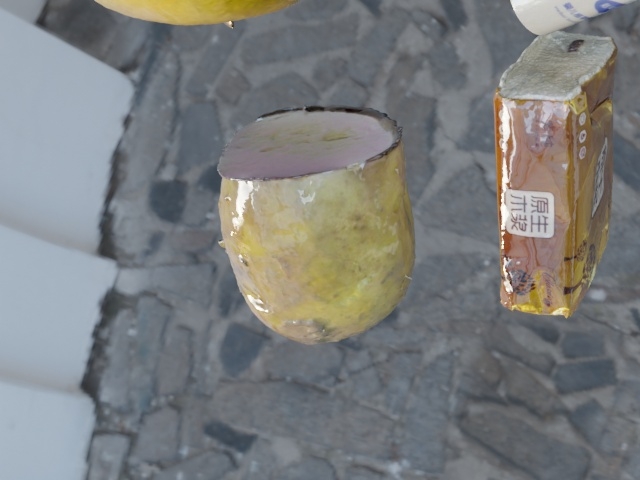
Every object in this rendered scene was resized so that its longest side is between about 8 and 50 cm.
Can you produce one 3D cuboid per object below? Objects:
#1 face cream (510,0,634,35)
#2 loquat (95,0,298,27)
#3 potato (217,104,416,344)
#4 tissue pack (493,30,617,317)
[{"bbox_3d":[0.280,-0.249,1.052,0.250,0.077,0.077,-17,63,46],"label":"face cream"},{"bbox_3d":[-0.125,-0.377,1.198,0.328,0.328,0.359,37,138,39],"label":"loquat"},{"bbox_3d":[0.000,0.000,1.347,0.229,0.266,0.229,-9,29,5],"label":"potato"},{"bbox_3d":[0.222,-0.067,1.168,0.092,0.183,0.226,8,121,20],"label":"tissue pack"}]
